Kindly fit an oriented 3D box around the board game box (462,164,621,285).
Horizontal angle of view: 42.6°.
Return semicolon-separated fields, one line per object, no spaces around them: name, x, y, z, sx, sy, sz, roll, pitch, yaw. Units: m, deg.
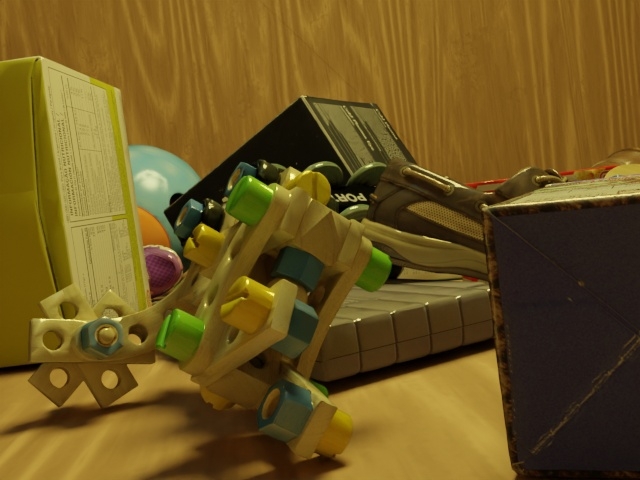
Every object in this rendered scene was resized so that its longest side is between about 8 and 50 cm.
board game box;0.260;-0.005;0.966;0.194;0.146;0.045;-8;3;-4

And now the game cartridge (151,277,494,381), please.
game cartridge;-0.007;0.080;0.835;0.230;0.068;0.355;-14;7;-32

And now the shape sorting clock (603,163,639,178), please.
shape sorting clock;0.351;-0.001;0.756;0.206;0.040;0.206;16;33;-11

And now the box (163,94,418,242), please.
box;-0.039;-0.084;1.470;0.343;0.179;0.312;-36;-9;26

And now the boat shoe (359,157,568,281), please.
boat shoe;0.211;-0.013;0.836;0.355;0.130;0.132;12;5;17

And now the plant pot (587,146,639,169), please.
plant pot;0.362;-0.025;1.085;0.165;0.167;0.167;-16;7;-22

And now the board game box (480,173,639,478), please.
board game box;0.245;0.028;0.504;0.232;0.141;0.291;-5;4;22

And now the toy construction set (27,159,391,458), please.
toy construction set;-0.080;0.051;0.614;0.328;0.215;0.151;-11;-37;45

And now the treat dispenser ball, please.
treat dispenser ball;-0.363;-0.046;1.640;0.288;0.288;0.288;-7;4;0

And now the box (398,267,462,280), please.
box;0.222;0.005;1.238;0.244;0.100;0.060;-5;4;25

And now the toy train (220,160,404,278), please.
toy train;0.000;0.000;1.112;0.334;0.190;0.142;-5;43;-36

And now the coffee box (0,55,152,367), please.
coffee box;-0.433;-0.025;1.038;0.338;0.338;0.334;-7;4;2

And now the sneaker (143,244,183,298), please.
sneaker;-0.349;0.074;1.374;0.236;0.095;0.104;-12;10;-2
